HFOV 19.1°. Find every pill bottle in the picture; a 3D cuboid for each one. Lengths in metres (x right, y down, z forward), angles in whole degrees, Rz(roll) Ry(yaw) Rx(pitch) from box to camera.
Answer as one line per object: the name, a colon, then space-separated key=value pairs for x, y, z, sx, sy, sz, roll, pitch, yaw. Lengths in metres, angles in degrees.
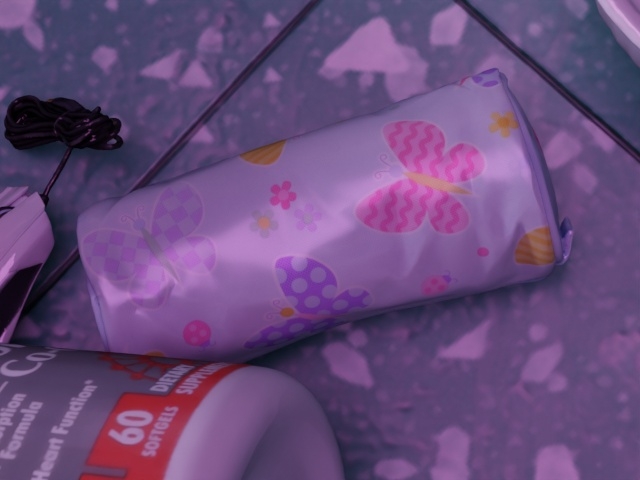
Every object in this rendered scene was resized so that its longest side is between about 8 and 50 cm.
pill bottle: x=-0.186 y=0.156 z=0.991 sx=0.363 sy=0.210 sz=0.210 roll=3 pitch=82 yaw=22

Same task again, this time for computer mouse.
computer mouse: x=-0.187 y=0.002 z=1.102 sx=0.106 sy=0.042 sz=0.193 roll=23 pitch=87 yaw=51

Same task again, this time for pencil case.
pencil case: x=0.000 y=0.000 z=1.065 sx=0.273 sy=0.113 sz=0.124 roll=-19 pitch=89 yaw=4

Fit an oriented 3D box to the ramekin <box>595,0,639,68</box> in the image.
ramekin: x=0.269 y=-0.190 z=1.048 sx=0.277 sy=0.135 sz=0.277 roll=-1 pitch=81 yaw=7
